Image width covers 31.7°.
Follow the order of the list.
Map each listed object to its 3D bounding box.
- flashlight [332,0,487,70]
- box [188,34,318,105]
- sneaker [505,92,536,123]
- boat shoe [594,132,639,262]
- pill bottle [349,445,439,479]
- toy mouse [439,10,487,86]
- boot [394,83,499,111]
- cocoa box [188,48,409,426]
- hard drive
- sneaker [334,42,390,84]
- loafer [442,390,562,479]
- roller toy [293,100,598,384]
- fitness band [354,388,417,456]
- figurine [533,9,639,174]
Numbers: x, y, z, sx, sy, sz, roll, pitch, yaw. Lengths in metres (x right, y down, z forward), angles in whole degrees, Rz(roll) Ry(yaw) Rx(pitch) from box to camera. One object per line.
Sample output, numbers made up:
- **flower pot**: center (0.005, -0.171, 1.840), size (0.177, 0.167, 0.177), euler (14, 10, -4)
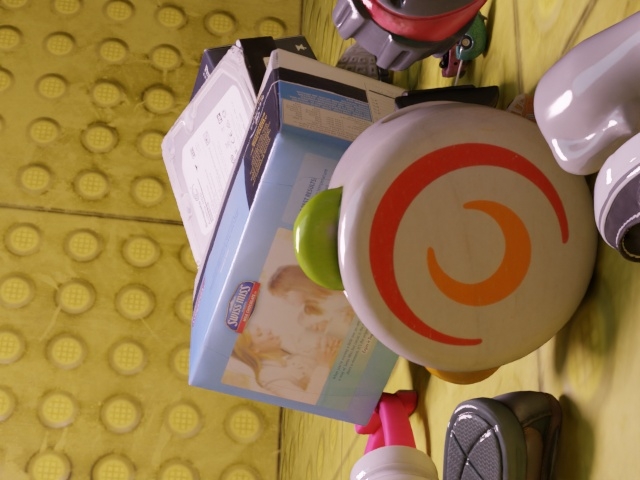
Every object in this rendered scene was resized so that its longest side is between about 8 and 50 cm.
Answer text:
- **flashlight**: center (0.095, -0.207, 0.678), size (0.103, 0.103, 0.304), euler (-51, 2, -22)
- **box**: center (-0.076, -0.087, 1.773), size (0.343, 0.178, 0.312), euler (63, 149, 25)
- **sneaker**: center (0.170, -0.099, 1.008), size (0.037, 0.031, 0.083), euler (-94, 12, -54)
- **boat shoe**: center (0.199, -0.019, 0.542), size (0.228, 0.080, 0.076), euler (131, 146, -66)
- **pill bottle**: center (0.078, 0.302, 1.064), size (0.216, 0.121, 0.121), euler (-94, 12, -56)
- **toy mouse**: center (0.157, -0.217, 1.227), size (0.161, 0.031, 0.143), euler (109, 166, -64)
- **boot**: center (0.124, -0.026, 1.044), size (0.263, 0.091, 0.229), euler (-63, -33, -79)
- **cocoa box**: center (0.000, 0.000, 1.316), size (0.228, 0.231, 0.347), euler (-97, 25, -59)
- **hard drive**: center (-0.122, -0.104, 1.593), size (0.339, 0.064, 0.237), euler (-38, 67, 58)
- **sneaker**: center (0.047, -0.187, 1.845), size (0.129, 0.111, 0.297), euler (-87, 6, -64)
- **loafer**: center (0.141, 0.240, 0.868), size (0.096, 0.084, 0.268), euler (30, 122, 48)
- **roller toy**: center (0.101, -0.007, 0.852), size (0.191, 0.209, 0.146), euler (-49, 11, 4)
- **fitness band**: center (0.076, 0.298, 1.382), size (0.291, 0.054, 0.209), euler (109, 165, -67)
- **figurine**: center (0.197, -0.171, 0.646), size (0.209, 0.092, 0.215), euler (118, 156, -62)
